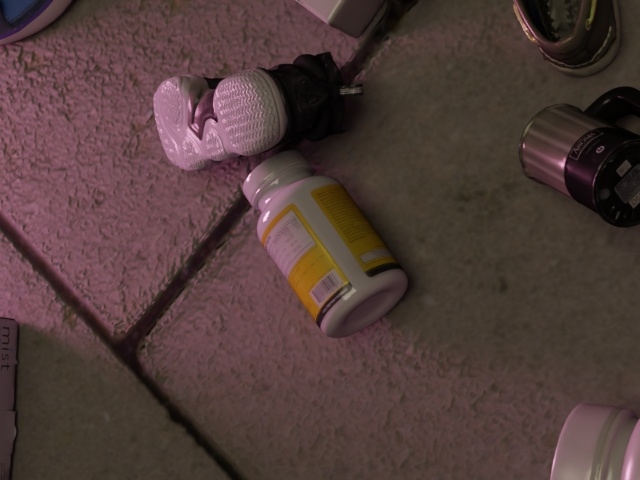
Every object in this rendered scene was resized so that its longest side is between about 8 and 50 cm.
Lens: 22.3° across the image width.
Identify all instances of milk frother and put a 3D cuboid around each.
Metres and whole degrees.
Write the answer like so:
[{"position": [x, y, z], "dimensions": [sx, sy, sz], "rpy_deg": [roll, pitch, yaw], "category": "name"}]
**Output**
[{"position": [0.283, -0.058, 1.533], "dimensions": [0.129, 0.143, 0.135], "rpy_deg": [-30, 29, -12], "category": "milk frother"}]

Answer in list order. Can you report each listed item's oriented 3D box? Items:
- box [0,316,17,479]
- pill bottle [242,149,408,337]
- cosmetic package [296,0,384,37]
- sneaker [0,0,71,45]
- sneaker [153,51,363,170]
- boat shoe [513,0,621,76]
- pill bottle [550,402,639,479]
[{"position": [-0.447, 0.204, 1.762], "dimensions": [0.127, 0.231, 0.262], "rpy_deg": [-1, 83, 25], "category": "box"}, {"position": [0.000, 0.000, 1.648], "dimensions": [0.103, 0.103, 0.184], "rpy_deg": [-41, 69, 15], "category": "pill bottle"}, {"position": [0.049, -0.339, 1.679], "dimensions": [0.117, 0.085, 0.231], "rpy_deg": [41, 103, 23], "category": "cosmetic package"}, {"position": [-0.463, -0.299, 1.829], "dimensions": [0.323, 0.236, 0.130], "rpy_deg": [-6, 81, 25], "category": "sneaker"}, {"position": [-0.064, -0.135, 1.701], "dimensions": [0.268, 0.153, 0.101], "rpy_deg": [2, 104, 60], "category": "sneaker"}, {"position": [0.223, -0.314, 1.588], "dimensions": [0.109, 0.091, 0.305], "rpy_deg": [-16, 77, 23], "category": "boat shoe"}, {"position": [0.356, 0.226, 1.419], "dimensions": [0.283, 0.161, 0.161], "rpy_deg": [6, 86, 26], "category": "pill bottle"}]
